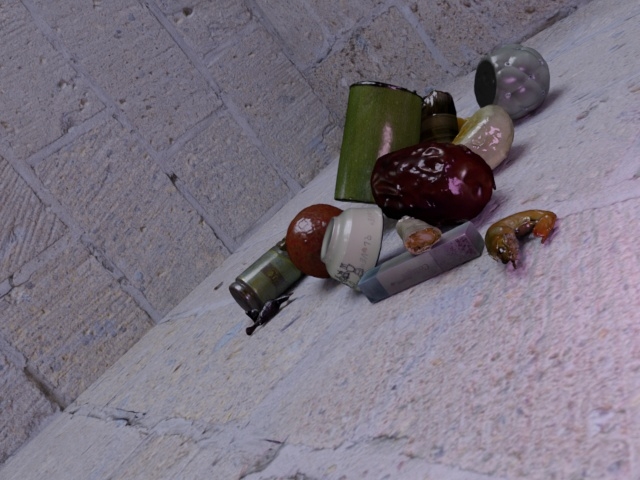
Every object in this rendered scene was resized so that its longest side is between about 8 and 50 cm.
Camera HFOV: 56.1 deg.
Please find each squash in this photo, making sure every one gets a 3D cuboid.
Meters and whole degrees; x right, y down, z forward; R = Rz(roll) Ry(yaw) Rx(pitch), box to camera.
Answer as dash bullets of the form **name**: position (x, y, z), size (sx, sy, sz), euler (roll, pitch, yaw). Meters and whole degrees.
- **squash**: position (0.196, -0.307, 1.989), size (0.263, 0.263, 0.384), euler (-159, 76, -76)

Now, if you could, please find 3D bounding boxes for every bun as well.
- **bun**: position (0.481, -0.285, 1.760), size (0.243, 0.153, 0.244), euler (-57, 5, 8)

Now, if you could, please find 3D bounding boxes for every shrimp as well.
- **shrimp**: position (0.391, -0.006, 1.193), size (0.150, 0.068, 0.248), euler (-25, 12, 31)

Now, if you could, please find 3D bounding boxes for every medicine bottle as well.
- **medicine bottle**: position (-0.164, 0.115, 2.151), size (0.322, 0.151, 0.151), euler (-41, 12, -22)

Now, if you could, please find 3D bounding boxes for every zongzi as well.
- **zongzi**: position (0.379, -0.348, 2.090), size (0.134, 0.285, 0.288), euler (1, -11, -14)

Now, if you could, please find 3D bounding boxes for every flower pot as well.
- **flower pot**: position (0.633, -0.522, 1.986), size (0.195, 0.246, 0.246), euler (-8, 8, -10)

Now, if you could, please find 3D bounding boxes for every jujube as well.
- **jujube**: position (0.286, -0.150, 1.592), size (0.258, 0.258, 0.377), euler (-43, 13, -21)

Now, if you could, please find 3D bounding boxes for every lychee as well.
- **lychee**: position (0.000, 0.000, 1.879), size (0.300, 0.255, 0.255), euler (9, 36, 23)

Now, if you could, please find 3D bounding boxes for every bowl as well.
- **bowl**: position (0.077, 0.011, 1.633), size (0.238, 0.126, 0.237), euler (-165, 90, -82)

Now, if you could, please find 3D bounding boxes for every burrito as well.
- **burrito**: position (0.221, -0.016, 1.407), size (0.087, 0.060, 0.226), euler (-31, 9, 4)

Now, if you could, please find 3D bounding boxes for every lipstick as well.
- **lipstick**: position (0.231, 0.056, 1.418), size (0.317, 0.066, 0.068), euler (-30, 12, 36)

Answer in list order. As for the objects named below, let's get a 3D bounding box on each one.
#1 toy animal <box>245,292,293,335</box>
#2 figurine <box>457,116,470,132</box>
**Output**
- **toy animal**: position (-0.170, 0.232, 2.008), size (0.202, 0.070, 0.105), euler (-35, 25, 4)
- **figurine**: position (0.502, -0.385, 2.169), size (0.156, 0.131, 0.246), euler (-9, 12, 18)
